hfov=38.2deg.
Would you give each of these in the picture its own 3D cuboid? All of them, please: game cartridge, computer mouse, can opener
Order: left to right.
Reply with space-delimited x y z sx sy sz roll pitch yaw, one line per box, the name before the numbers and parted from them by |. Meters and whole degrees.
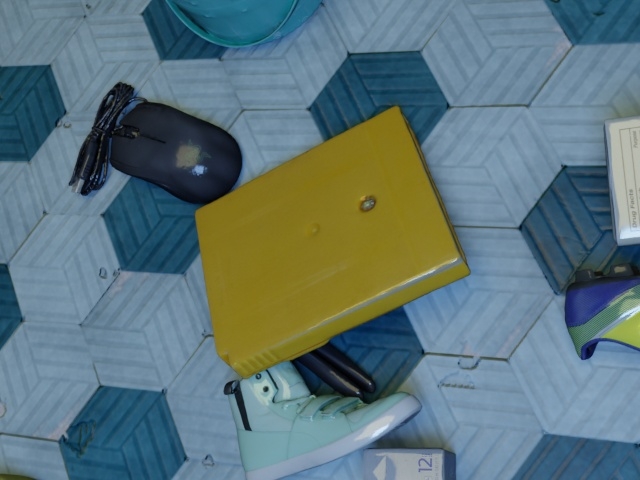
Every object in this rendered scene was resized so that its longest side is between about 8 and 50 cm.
computer mouse | -0.243 -0.132 1.339 0.272 0.072 0.188 16 80 24
can opener | -0.009 0.147 1.186 0.186 0.073 0.059 26 46 22
game cartridge | 0.000 0.000 1.177 0.323 0.053 0.285 -27 47 13

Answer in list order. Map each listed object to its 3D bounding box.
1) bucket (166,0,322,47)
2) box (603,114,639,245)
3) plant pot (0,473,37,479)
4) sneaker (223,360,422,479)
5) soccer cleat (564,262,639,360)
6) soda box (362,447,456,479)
bucket | -0.121 -0.424 1.320 0.281 0.183 0.281 -6 72 19
box | 0.478 -0.077 1.015 0.311 0.121 0.148 -5 87 19
plant pot | -0.477 0.420 1.169 0.254 0.239 0.254 -6 72 19
sneaker | -0.010 0.191 1.113 0.256 0.094 0.151 -26 78 27
soccer cleat | 0.412 0.080 1.010 0.289 0.093 0.121 -7 82 32
soda box | 0.102 0.382 1.047 0.098 0.091 0.286 -4 73 18
